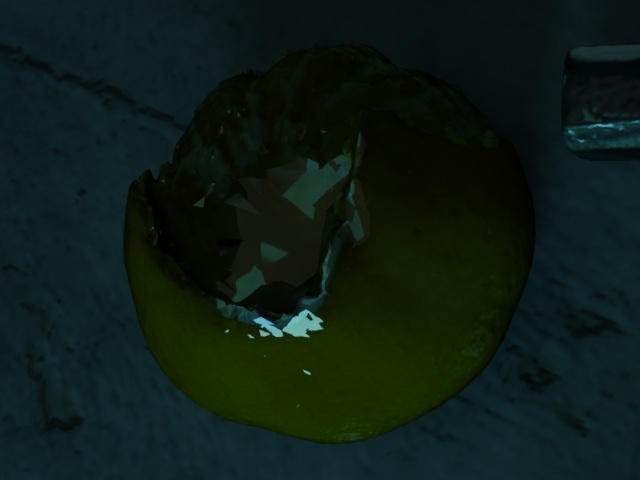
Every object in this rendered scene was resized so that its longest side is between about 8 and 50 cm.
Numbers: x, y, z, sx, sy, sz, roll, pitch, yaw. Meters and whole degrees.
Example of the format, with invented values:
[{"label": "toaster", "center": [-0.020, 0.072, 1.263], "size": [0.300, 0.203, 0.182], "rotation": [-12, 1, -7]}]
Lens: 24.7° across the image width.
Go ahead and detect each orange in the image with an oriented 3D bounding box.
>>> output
[{"label": "orange", "center": [0.000, 0.000, 0.542], "size": [0.157, 0.134, 0.156], "rotation": [0, 89, 17]}]

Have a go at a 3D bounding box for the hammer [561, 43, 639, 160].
[{"label": "hammer", "center": [0.153, -0.207, 0.548], "size": [0.111, 0.043, 0.365], "rotation": [-2, 79, 29]}]
